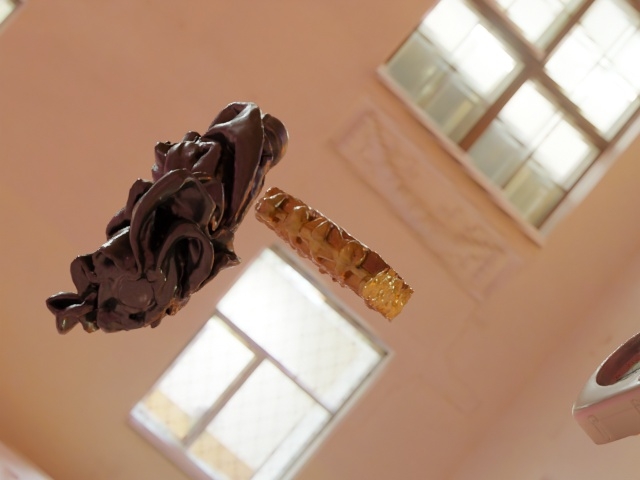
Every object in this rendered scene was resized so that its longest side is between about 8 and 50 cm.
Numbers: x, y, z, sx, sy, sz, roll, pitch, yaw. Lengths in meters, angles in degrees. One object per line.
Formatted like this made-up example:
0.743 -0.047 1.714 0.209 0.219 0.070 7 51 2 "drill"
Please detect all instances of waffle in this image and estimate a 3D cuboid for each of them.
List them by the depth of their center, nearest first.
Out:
0.000 0.000 1.794 0.219 0.057 0.229 36 -3 20 "waffle"

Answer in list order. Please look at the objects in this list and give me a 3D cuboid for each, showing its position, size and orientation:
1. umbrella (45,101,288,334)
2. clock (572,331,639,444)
-0.095 -0.034 1.107 0.094 0.143 0.349 58 24 -13 "umbrella"
0.396 0.157 1.746 0.062 0.191 0.151 51 -41 -6 "clock"
